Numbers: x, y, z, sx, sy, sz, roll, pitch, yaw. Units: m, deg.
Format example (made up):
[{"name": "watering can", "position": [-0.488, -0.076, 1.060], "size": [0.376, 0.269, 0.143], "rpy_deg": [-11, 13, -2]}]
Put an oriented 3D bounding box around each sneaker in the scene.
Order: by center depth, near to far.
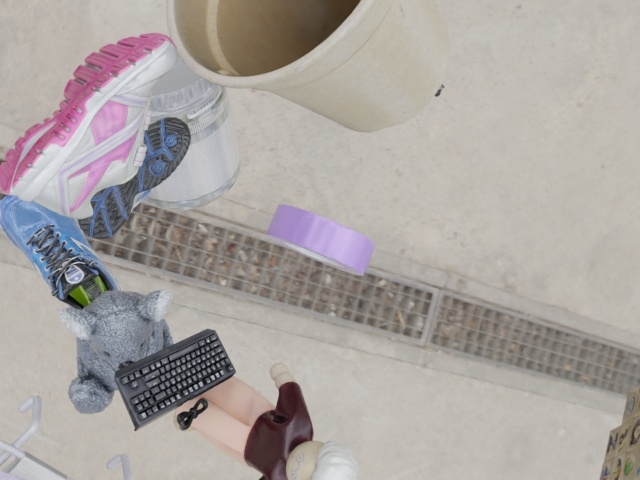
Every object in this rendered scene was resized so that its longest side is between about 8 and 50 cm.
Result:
[{"name": "sneaker", "position": [-0.248, -0.130, 0.841], "size": [0.252, 0.103, 0.111], "rpy_deg": [-48, 131, 0]}, {"name": "sneaker", "position": [-0.270, -0.099, 1.044], "size": [0.211, 0.081, 0.080], "rpy_deg": [-44, 112, 5]}, {"name": "sneaker", "position": [-0.488, 0.033, 1.402], "size": [0.130, 0.147, 0.330], "rpy_deg": [-42, 115, -13]}]

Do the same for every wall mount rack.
[{"name": "wall mount rack", "position": [-0.493, 0.424, 1.187], "size": [0.304, 0.130, 0.350], "rpy_deg": [-41, 121, 2]}]

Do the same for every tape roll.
[{"name": "tape roll", "position": [0.000, 0.000, 1.883], "size": [0.274, 0.275, 0.090], "rpy_deg": [24, 85, -27]}]

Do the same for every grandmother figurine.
[{"name": "grandmother figurine", "position": [-0.080, 0.276, 0.999], "size": [0.104, 0.342, 0.208], "rpy_deg": [7, 93, -42]}]

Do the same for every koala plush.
[{"name": "koala plush", "position": [-0.324, 0.147, 1.167], "size": [0.196, 0.221, 0.203], "rpy_deg": [-10, 66, -13]}]

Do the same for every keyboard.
[{"name": "keyboard", "position": [-0.182, 0.191, 0.965], "size": [0.180, 0.023, 0.108], "rpy_deg": [-22, 88, -51]}]

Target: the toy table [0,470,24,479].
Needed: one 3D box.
[{"name": "toy table", "position": [-0.436, 0.417, 0.930], "size": [0.252, 0.274, 0.161], "rpy_deg": [-36, 144, -50]}]

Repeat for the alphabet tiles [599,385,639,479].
[{"name": "alphabet tiles", "position": [0.469, 0.332, 1.069], "size": [0.011, 0.342, 0.285], "rpy_deg": [19, 67, 10]}]

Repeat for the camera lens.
[{"name": "camera lens", "position": [-0.273, -0.211, 1.370], "size": [0.219, 0.219, 0.274], "rpy_deg": [-30, 140, -22]}]

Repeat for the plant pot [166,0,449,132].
[{"name": "plant pot", "position": [0.020, -0.299, 0.983], "size": [0.305, 0.333, 0.334], "rpy_deg": [26, 81, -55]}]

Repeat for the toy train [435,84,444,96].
[{"name": "toy train", "position": [0.167, -0.273, 1.416], "size": [0.158, 0.027, 0.036], "rpy_deg": [-25, 130, 1]}]
